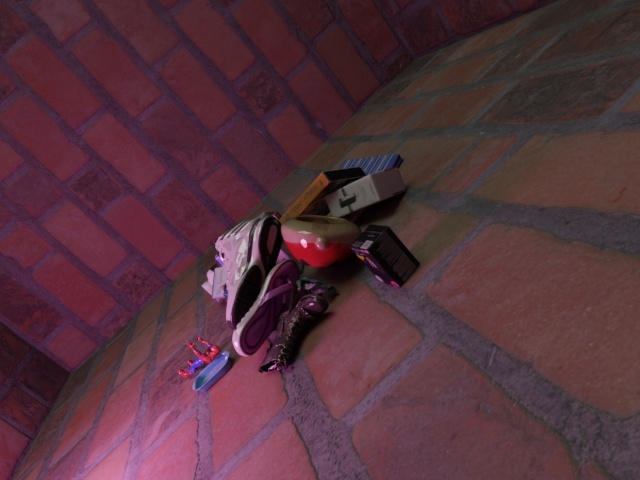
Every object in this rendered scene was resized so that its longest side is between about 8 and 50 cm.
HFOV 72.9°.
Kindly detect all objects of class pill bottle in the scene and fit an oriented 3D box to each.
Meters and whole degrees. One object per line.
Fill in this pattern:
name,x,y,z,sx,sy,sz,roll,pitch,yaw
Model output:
pill bottle,-0.467,0.162,2.282,0.323,0.181,0.181,-48,20,-16

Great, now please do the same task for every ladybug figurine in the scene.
ladybug figurine,0.000,0.000,1.640,0.305,0.162,0.449,4,8,3

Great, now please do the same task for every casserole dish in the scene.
casserole dish,-0.406,0.505,1.652,0.188,0.037,0.114,-42,19,-4

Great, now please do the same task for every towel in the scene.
towel,0.213,-0.325,2.114,0.336,0.040,0.243,1,46,38

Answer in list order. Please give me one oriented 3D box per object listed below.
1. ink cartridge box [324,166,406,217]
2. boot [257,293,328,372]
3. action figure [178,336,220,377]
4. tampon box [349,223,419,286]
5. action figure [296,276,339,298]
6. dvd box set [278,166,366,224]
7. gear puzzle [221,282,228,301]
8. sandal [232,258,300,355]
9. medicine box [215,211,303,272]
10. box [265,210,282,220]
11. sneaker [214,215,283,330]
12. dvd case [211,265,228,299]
ink cartridge box,0.184,-0.195,1.801,0.197,0.114,0.272,-22,2,-44
boot,-0.087,0.310,1.399,0.263,0.091,0.229,-40,17,37
action figure,-0.501,0.451,1.739,0.280,0.139,0.091,-34,10,38
tampon box,0.191,0.044,1.304,0.101,0.161,0.120,-47,19,-13
action figure,-0.037,0.172,1.572,0.063,0.137,0.232,-60,15,-13
dvd box set,-0.013,-0.169,1.976,0.420,0.062,0.307,-43,-15,35
gear puzzle,-0.318,0.247,1.744,0.339,0.044,0.175,44,117,44
sandal,-0.160,0.246,1.574,0.102,0.169,0.416,1,46,37
medicine box,-0.261,0.073,1.912,0.263,0.289,0.149,-35,19,18
box,-0.273,-0.044,2.373,0.168,0.167,0.203,-48,20,-17
sneaker,-0.309,0.122,1.678,0.257,0.169,0.448,-1,65,38
dvd case,-0.408,0.185,2.116,0.253,0.022,0.180,-13,53,10
